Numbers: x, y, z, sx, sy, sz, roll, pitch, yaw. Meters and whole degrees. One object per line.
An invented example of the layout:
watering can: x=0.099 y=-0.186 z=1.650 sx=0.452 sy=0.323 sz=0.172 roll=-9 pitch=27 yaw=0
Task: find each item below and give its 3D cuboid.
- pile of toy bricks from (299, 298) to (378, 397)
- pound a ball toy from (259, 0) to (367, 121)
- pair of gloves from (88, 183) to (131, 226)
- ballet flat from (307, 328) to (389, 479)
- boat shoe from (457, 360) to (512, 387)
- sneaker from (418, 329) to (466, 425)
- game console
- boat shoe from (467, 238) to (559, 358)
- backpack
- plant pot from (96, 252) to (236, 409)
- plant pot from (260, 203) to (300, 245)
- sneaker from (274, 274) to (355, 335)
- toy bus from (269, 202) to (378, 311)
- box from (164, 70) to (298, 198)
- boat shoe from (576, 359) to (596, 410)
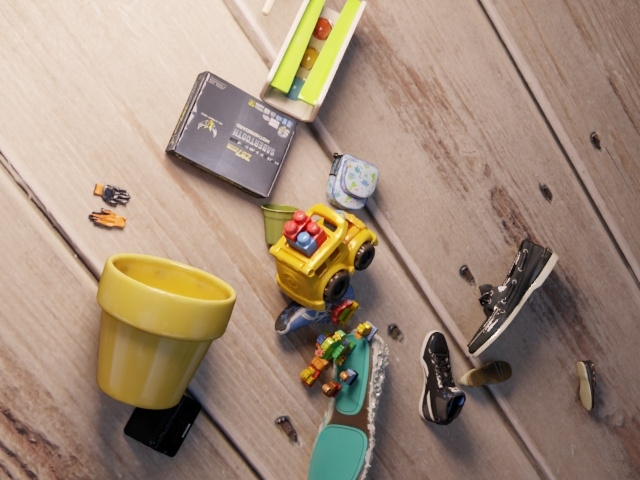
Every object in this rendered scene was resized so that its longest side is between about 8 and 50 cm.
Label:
pile of toy bricks: x=0.027 y=0.234 z=1.833 sx=0.212 sy=0.118 sz=0.105 roll=-56 pitch=147 yaw=8
pound a ball toy: x=-0.045 y=-0.435 z=1.824 sx=0.208 sy=0.136 sz=0.319 roll=24 pitch=71 yaw=-6
pair of gloves: x=-0.413 y=-0.067 z=1.689 sx=0.074 sy=0.010 sz=0.083 roll=12 pitch=82 yaw=-27
ballet flat: x=0.081 y=0.397 z=1.904 sx=0.147 sy=0.147 sz=0.408 roll=17 pitch=84 yaw=-28
boat shoe: x=0.408 y=0.332 z=2.126 sx=0.153 sy=0.048 sz=0.056 roll=-12 pitch=84 yaw=-34
sneaker: x=0.295 y=0.323 z=2.015 sx=0.079 sy=0.121 sz=0.216 roll=3 pitch=89 yaw=-29
game console: x=-0.318 y=0.361 z=1.747 sx=0.122 sy=0.071 sz=0.107 roll=-61 pitch=145 yaw=-13
boat shoe: x=0.443 y=0.133 z=2.103 sx=0.113 sy=0.127 sz=0.340 roll=39 pitch=79 yaw=7
backpack: x=0.069 y=-0.126 z=1.908 sx=0.105 sy=0.084 sz=0.114 roll=22 pitch=83 yaw=-25
plant pot: x=-0.310 y=0.177 z=1.630 sx=0.254 sy=0.254 sz=0.239 roll=12 pitch=101 yaw=-28
plant pot: x=-0.088 y=-0.032 z=1.834 sx=0.083 sy=0.083 sz=0.079 roll=-2 pitch=103 yaw=-28
sneaker: x=-0.005 y=0.152 z=1.874 sx=0.211 sy=0.080 sz=0.081 roll=-32 pitch=104 yaw=-24
toy bus: x=0.000 y=0.000 z=1.790 sx=0.220 sy=0.149 sz=0.211 roll=-47 pitch=146 yaw=-21
box: x=-0.181 y=-0.215 z=1.785 sx=0.233 sy=0.059 sz=0.183 roll=27 pitch=79 yaw=-26
boat shoe: x=0.711 y=0.383 z=2.282 sx=0.042 sy=0.049 sz=0.133 roll=-8 pitch=90 yaw=-20
